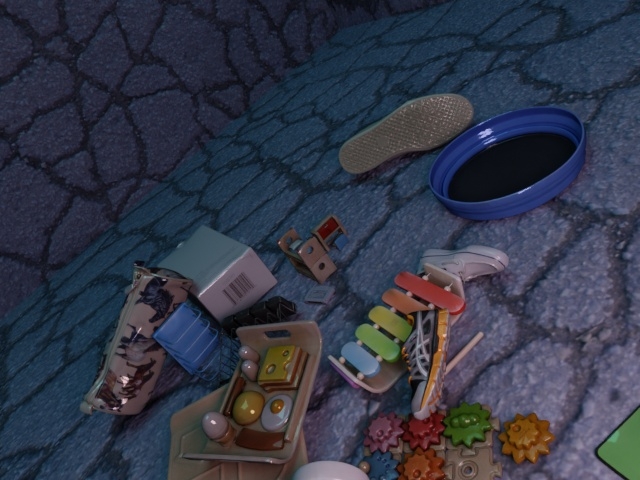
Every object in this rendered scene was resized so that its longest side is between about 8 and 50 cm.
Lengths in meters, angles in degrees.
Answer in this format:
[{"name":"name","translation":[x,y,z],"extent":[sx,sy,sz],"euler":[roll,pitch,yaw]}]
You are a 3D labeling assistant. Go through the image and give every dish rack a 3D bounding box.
[{"name":"dish rack","translation":[-0.158,0.273,1.317],"extent":[0.208,0.074,0.271],"euler":[-25,43,19]}]

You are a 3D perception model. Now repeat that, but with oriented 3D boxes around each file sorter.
[{"name":"file sorter","translation":[-0.325,0.269,1.406],"extent":[0.104,0.170,0.118],"euler":[10,51,46]}]

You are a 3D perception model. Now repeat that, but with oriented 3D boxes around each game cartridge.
[{"name":"game cartridge","translation":[-0.002,0.143,1.417],"extent":[0.083,0.017,0.056],"euler":[-2,47,43]}]

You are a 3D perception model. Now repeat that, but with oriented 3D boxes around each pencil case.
[{"name":"pencil case","translation":[-0.491,0.265,1.435],"extent":[0.160,0.183,0.410],"euler":[15,83,43]}]

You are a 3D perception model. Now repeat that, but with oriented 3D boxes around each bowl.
[{"name":"bowl","translation":[0.473,-0.198,1.375],"extent":[0.391,0.077,0.391],"euler":[-25,31,17]}]

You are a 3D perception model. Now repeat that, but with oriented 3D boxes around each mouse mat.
[{"name":"mouse mat","translation":[0.499,0.276,0.736],"extent":[0.189,0.007,0.152],"euler":[-40,30,-7]}]

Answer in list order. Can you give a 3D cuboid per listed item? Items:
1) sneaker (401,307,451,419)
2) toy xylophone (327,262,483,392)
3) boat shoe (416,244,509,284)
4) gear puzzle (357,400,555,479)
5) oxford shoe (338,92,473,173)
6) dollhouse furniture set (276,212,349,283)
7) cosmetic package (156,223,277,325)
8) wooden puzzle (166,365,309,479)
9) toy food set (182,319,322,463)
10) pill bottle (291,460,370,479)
[{"name":"sneaker","translation":[0.184,0.218,0.973],"extent":[0.083,0.084,0.215],"euler":[4,50,20]},{"name":"toy xylophone","translation":[0.183,0.191,1.098],"extent":[0.323,0.081,0.236],"euler":[-46,32,-19]},{"name":"boat shoe","translation":[0.306,0.064,1.178],"extent":[0.226,0.083,0.076],"euler":[-7,49,57]},{"name":"gear puzzle","translation":[0.209,0.343,0.889],"extent":[0.339,0.044,0.175],"euler":[-17,34,28]},{"name":"oxford shoe","translation":[0.267,-0.348,1.733],"extent":[0.449,0.169,0.130],"euler":[-22,10,21]},{"name":"dollhouse furniture set","translation":[0.000,0.000,1.506],"extent":[0.183,0.129,0.129],"euler":[-44,31,-16]},{"name":"cosmetic package","translation":[-0.332,0.101,1.671],"extent":[0.217,0.156,0.385],"euler":[-43,30,-16]},{"name":"wooden puzzle","translation":[-0.166,0.445,1.090],"extent":[0.322,0.080,0.348],"euler":[-30,35,7]},{"name":"toy food set","translation":[-0.134,0.298,1.084],"extent":[0.220,0.092,0.306],"euler":[-11,41,30]},{"name":"pill bottle","translation":[0.008,0.481,0.775],"extent":[0.162,0.162,0.278],"euler":[-22,31,21]}]
